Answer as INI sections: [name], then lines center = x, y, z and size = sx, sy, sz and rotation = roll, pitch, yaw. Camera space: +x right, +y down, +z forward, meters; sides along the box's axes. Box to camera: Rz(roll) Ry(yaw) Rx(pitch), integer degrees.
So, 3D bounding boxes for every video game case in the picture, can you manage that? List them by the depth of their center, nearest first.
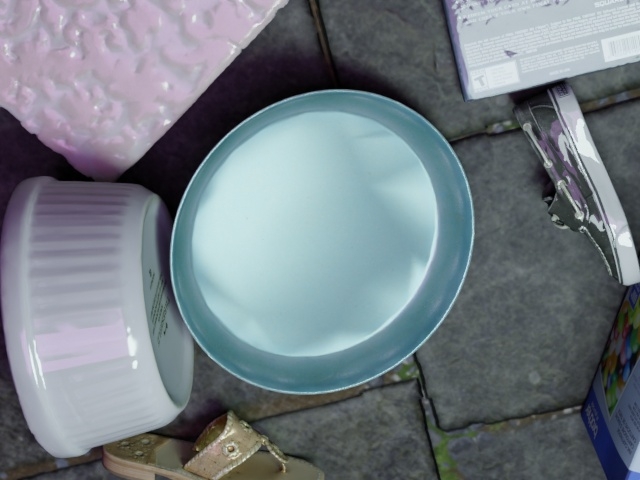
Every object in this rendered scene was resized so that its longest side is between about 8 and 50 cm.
[video game case]
center = 0.204, -0.283, 1.608
size = 0.196, 0.026, 0.274
rotation = -13, 111, 5

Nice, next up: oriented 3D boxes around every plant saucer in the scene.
[plant saucer]
center = 0.000, 0.000, 1.672
size = 0.317, 0.044, 0.317
rotation = -6, 109, -17

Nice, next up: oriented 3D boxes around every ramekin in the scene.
[ramekin]
center = -0.206, 0.066, 1.613
size = 0.127, 0.273, 0.273
rotation = -8, 112, 7

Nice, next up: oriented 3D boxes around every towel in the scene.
[towel]
center = -0.228, -0.257, 1.602
size = 0.332, 0.053, 0.317
rotation = 40, 107, -14

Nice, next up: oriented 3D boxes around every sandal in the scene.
[sandal]
center = -0.112, 0.216, 1.776
size = 0.240, 0.088, 0.079
rotation = 7, 118, 2

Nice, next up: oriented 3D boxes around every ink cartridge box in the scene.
[ink cartridge box]
center = 0.337, 0.136, 1.692
size = 0.065, 0.186, 0.311
rotation = 11, 112, -8

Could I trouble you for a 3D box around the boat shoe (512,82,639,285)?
[boat shoe]
center = 0.257, -0.048, 1.681
size = 0.070, 0.078, 0.219
rotation = -23, 102, 8
